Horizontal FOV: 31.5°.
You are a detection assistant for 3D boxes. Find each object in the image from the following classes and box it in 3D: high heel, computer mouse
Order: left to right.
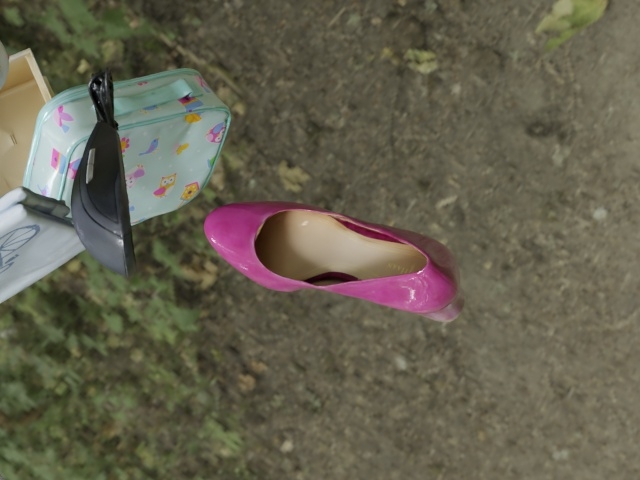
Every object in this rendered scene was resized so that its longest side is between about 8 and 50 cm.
[{"bbox_3d":[-0.239,-0.043,1.234,0.060,0.262,0.184,-7,142,-10],"label":"computer mouse"},{"bbox_3d":[0.000,0.000,1.411,0.377,0.127,0.181,13,165,21],"label":"high heel"}]

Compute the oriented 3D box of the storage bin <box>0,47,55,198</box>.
[{"bbox_3d":[-0.512,-0.116,1.764,0.123,0.262,0.260,104,141,-80],"label":"storage bin"}]

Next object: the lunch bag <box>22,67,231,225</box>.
[{"bbox_3d":[-0.265,-0.129,1.577,0.108,0.279,0.224,48,137,26],"label":"lunch bag"}]

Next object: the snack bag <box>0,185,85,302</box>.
[{"bbox_3d":[-0.402,0.051,1.220,0.037,0.323,0.342,58,-179,5],"label":"snack bag"}]

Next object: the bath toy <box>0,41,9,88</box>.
[{"bbox_3d":[-0.465,-0.344,1.424,0.129,0.151,0.348,177,81,-68],"label":"bath toy"}]

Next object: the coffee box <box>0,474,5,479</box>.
[{"bbox_3d":[-0.526,0.421,1.439,0.119,0.297,0.168,33,139,46],"label":"coffee box"}]
